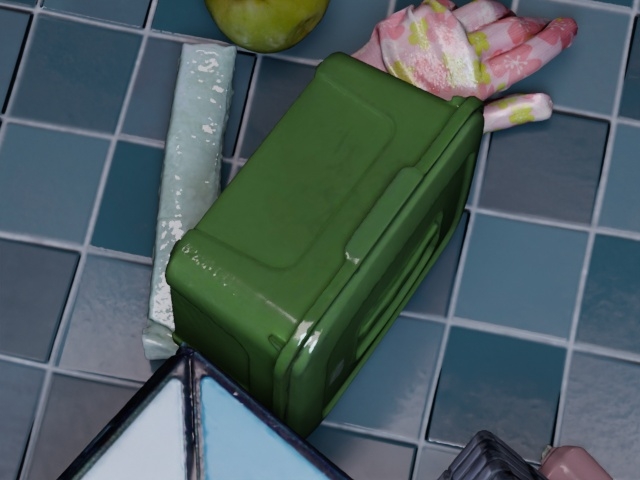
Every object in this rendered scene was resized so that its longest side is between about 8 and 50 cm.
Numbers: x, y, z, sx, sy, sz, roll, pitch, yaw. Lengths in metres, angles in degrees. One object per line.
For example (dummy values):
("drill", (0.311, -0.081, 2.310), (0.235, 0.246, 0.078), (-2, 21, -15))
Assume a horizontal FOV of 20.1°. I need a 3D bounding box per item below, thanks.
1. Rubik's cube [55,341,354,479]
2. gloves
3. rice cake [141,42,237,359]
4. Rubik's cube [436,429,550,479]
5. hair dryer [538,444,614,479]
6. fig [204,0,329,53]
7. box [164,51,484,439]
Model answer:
("Rubik's cube", (-0.099, 0.283, 1.606), (0.250, 0.248, 0.246), (38, 75, 15))
("gloves", (0.147, -0.180, 1.824), (0.241, 0.126, 0.145), (-24, 66, 3))
("rice cake", (-0.131, -0.041, 1.817), (0.066, 0.063, 0.336), (6, 71, 0))
("Rubik's cube", (0.152, 0.320, 1.412), (0.237, 0.238, 0.237), (41, 93, -1))
("hair dryer", (0.340, 0.300, 1.654), (0.210, 0.125, 0.352), (-38, 66, -11))
("fig", (-0.057, -0.262, 1.865), (0.135, 0.121, 0.153), (0, 47, 7))
("box", (0.000, 0.000, 1.677), (0.177, 0.253, 0.329), (31, 66, 11))
